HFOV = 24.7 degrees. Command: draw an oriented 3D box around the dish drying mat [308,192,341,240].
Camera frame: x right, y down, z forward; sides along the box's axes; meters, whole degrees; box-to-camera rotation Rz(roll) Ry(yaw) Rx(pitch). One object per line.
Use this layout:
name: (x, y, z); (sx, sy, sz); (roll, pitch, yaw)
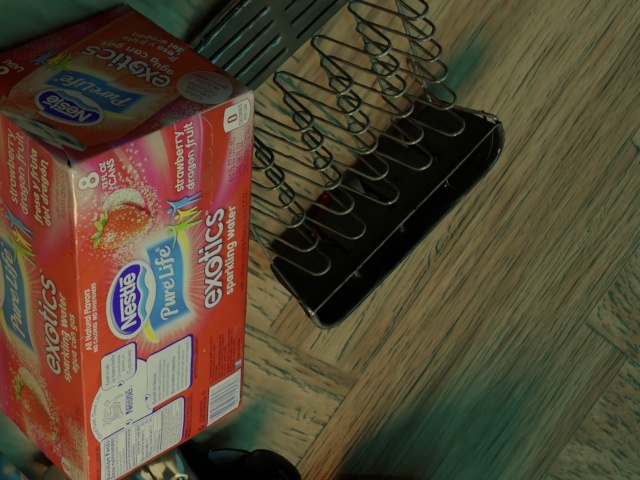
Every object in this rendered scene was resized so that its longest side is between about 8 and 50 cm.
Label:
dish drying mat: (0.000, 0.000, 1.135); (0.032, 0.008, 0.083); (-7, 126, -47)

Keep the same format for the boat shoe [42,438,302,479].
boat shoe: (-0.069, 0.209, 1.134); (0.113, 0.127, 0.340); (-43, 138, 6)

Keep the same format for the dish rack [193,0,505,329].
dish rack: (0.014, -0.085, 1.015); (0.208, 0.074, 0.271); (-46, 145, -14)

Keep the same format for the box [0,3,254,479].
box: (-0.128, 0.008, 0.880); (0.128, 0.122, 0.257); (-28, 139, -34)

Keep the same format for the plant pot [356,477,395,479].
plant pot: (0.076, 0.423, 1.351); (0.366, 0.366, 0.353); (15, 96, -55)

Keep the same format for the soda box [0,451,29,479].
soda box: (-0.211, 0.220, 1.016); (0.067, 0.071, 0.210); (-41, 145, -20)
